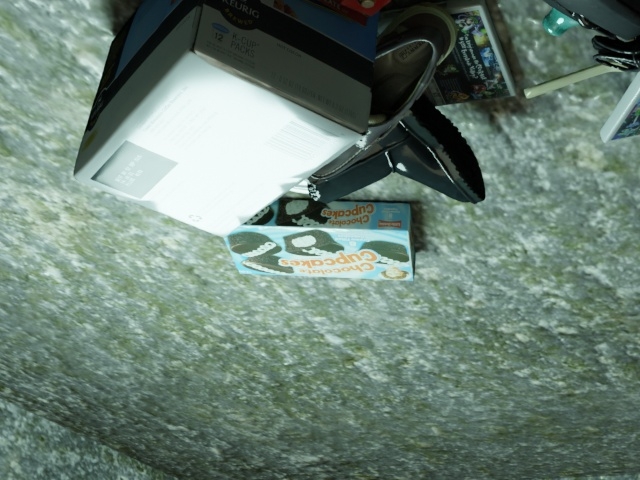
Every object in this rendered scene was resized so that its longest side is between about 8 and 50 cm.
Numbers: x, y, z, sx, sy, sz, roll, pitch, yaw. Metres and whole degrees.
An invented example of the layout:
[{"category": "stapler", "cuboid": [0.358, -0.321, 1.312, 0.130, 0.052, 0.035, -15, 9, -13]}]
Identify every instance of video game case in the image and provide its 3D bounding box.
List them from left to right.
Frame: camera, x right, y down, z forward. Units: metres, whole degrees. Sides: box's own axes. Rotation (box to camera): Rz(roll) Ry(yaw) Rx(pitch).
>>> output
[{"category": "video game case", "cuboid": [0.150, -0.239, 1.359, 0.173, 0.022, 0.190, -5, 150, 22]}, {"category": "video game case", "cuboid": [0.463, -0.191, 1.294, 0.183, 0.023, 0.201, -12, 159, -9]}]

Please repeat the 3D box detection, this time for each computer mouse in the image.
[{"category": "computer mouse", "cuboid": [0.249, -0.249, 1.000, 0.272, 0.072, 0.188, 47, 175, -20]}]

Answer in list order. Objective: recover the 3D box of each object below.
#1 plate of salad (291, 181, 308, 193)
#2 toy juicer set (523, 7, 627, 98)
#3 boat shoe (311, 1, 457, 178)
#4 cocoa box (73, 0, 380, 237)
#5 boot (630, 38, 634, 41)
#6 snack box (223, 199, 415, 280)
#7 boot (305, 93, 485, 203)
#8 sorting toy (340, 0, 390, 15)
[{"category": "plate of salad", "cuboid": [-0.033, -0.139, 1.562, 0.200, 0.048, 0.200, 11, 146, 7]}, {"category": "toy juicer set", "cuboid": [0.354, -0.293, 1.157, 0.209, 0.089, 0.329, -8, 151, -10]}, {"category": "boat shoe", "cuboid": [0.056, -0.175, 1.302, 0.103, 0.092, 0.285, 43, 122, -6]}, {"category": "cocoa box", "cuboid": [-0.117, -0.195, 1.280, 0.231, 0.228, 0.347, 23, 149, -25]}, {"category": "boot", "cuboid": [0.459, -0.259, 1.087, 0.305, 0.112, 0.115, -4, 167, -4]}, {"category": "snack box", "cuboid": [0.000, 0.000, 1.808, 0.322, 0.060, 0.187, 2, 152, 10]}, {"category": "boot", "cuboid": [0.089, -0.107, 1.466, 0.207, 0.094, 0.246, -24, 133, 29]}, {"category": "sorting toy", "cuboid": [0.049, -0.344, 1.070, 0.257, 0.089, 0.255, 16, 153, -31]}]
